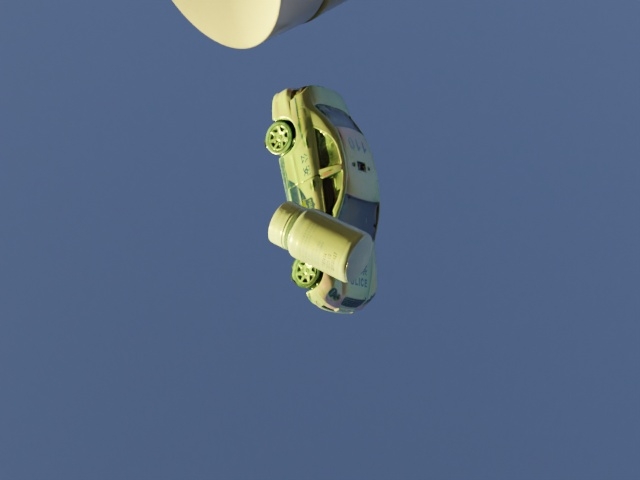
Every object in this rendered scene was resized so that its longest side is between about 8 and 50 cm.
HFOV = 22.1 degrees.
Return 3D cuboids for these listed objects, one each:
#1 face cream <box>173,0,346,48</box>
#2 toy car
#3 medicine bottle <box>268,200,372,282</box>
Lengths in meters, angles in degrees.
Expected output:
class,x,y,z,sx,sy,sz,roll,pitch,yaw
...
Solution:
class,x,y,z,sx,sy,sz,roll,pitch,yaw
face cream,-0.038,-0.308,1.496,0.179,0.218,0.218,-31,-118,-30
toy car,0.013,-0.042,1.576,0.076,0.090,0.224,-22,-109,31
medicine bottle,0.000,0.000,1.411,0.083,0.047,0.047,25,-118,25
